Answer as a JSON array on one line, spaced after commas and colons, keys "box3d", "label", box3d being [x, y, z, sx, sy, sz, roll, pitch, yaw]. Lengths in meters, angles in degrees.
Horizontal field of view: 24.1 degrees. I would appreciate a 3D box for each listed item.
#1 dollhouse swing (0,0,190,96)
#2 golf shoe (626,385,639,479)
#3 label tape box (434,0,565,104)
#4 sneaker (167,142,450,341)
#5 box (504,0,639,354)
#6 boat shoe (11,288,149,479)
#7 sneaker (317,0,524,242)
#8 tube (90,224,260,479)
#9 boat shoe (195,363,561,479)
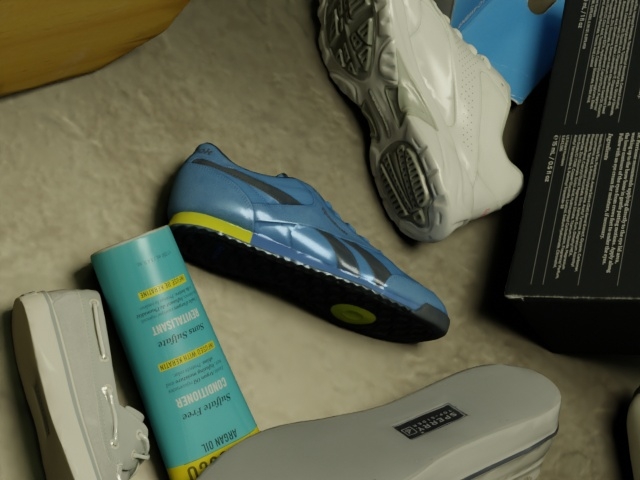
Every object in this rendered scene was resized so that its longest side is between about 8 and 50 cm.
[{"box3d": [-0.234, -0.223, 0.810, 0.315, 0.347, 0.305, 50, 51, -2], "label": "dollhouse swing"}, {"box3d": [0.247, 0.227, 1.009, 0.120, 0.105, 0.273, -10, 77, -19], "label": "golf shoe"}, {"box3d": [0.115, -0.312, 1.123, 0.348, 0.115, 0.249, 45, 61, -3], "label": "label tape box"}, {"box3d": [0.000, 0.000, 0.991, 0.209, 0.069, 0.082, 25, 61, -15], "label": "sneaker"}, {"box3d": [0.253, -0.055, 1.049, 0.103, 0.184, 0.261, 43, 54, -47], "label": "box"}, {"box3d": [-0.135, 0.115, 0.899, 0.063, 0.066, 0.184, -11, 68, -26], "label": "boat shoe"}, {"box3d": [0.076, -0.118, 1.065, 0.115, 0.090, 0.232, -16, 89, -34], "label": "sneaker"}, {"box3d": [-0.082, 0.095, 0.935, 0.080, 0.052, 0.207, -23, 93, -26], "label": "tube"}, {"box3d": [0.039, 0.156, 0.946, 0.267, 0.096, 0.088, -18, 123, -35], "label": "boat shoe"}]
